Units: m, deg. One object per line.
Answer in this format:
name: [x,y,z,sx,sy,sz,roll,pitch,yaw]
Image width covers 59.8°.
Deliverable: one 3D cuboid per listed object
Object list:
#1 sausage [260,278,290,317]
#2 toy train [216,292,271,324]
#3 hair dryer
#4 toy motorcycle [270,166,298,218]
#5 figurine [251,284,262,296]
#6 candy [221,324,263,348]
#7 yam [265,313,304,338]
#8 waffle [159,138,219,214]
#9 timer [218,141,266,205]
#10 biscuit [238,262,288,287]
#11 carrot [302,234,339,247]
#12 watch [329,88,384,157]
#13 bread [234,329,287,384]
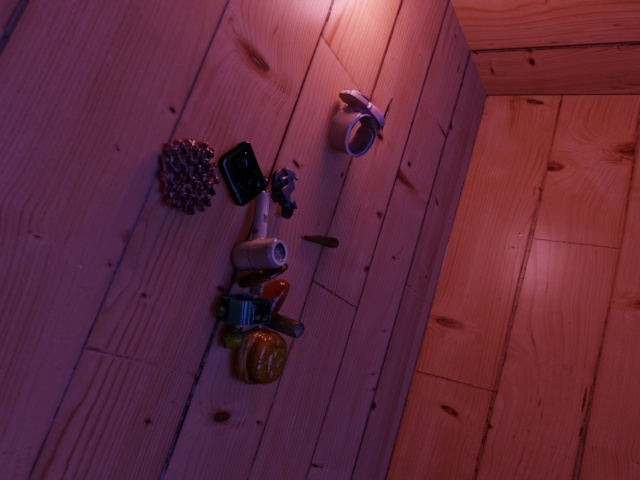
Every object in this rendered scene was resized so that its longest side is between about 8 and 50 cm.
sausage: [-0.178,0.218,2.118,0.179,0.089,0.089,-62,143,-27]
toy train: [-0.261,0.241,1.932,0.198,0.154,0.107,8,88,-57]
hair dryer: [-0.204,-0.074,1.963,0.107,0.173,0.357,23,65,-56]
toy motorcycle: [-0.132,-0.188,2.103,0.122,0.080,0.215,-52,143,-34]
figurine: [-0.231,0.169,2.070,0.050,0.047,0.083,14,78,-73]
candy: [-0.263,0.314,1.880,0.073,0.262,0.077,12,66,-30]
yam: [-0.142,0.323,2.132,0.068,0.169,0.068,-18,115,-45]
waffle: [-0.400,-0.194,1.699,0.221,0.055,0.234,-11,102,-55]
timer: [-0.260,-0.225,1.889,0.144,0.055,0.187,-43,128,-34]
biscuit: [-0.204,0.118,1.965,0.188,0.188,0.027,-34,105,-50]
carrot: [0.000,0.000,2.389,0.254,0.049,0.049,11,88,-54]
watch: [0.128,-0.495,2.380,0.231,0.196,0.244,-51,141,-7]
bread: [-0.218,0.434,2.076,0.236,0.120,0.198,6,91,-58]
